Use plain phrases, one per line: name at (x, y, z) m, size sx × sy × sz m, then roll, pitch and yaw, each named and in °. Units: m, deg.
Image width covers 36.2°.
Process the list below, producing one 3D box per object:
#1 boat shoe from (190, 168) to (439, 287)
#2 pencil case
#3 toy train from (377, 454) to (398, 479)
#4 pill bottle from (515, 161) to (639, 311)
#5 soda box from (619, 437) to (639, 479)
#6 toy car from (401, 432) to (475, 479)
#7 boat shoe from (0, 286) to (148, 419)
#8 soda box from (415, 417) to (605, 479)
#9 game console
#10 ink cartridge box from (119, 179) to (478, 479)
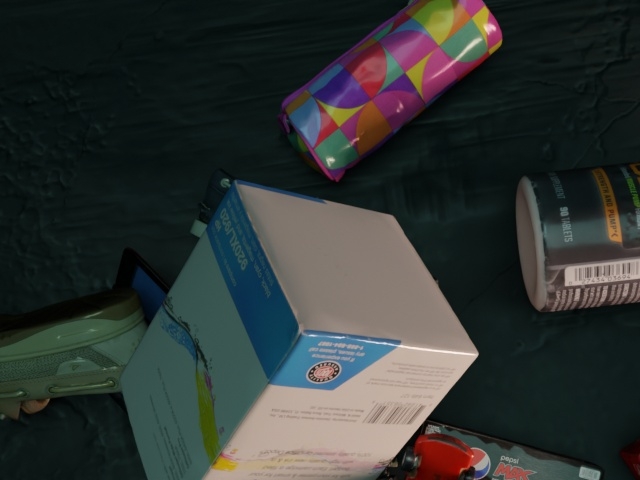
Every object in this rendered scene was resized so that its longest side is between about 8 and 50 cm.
boat shoe at (0.000, 0.000, 0.943) m, size 0.254 × 0.095 × 0.079 m, roll 20°, pitch 93°, yaw 17°
pencil case at (0.065, -0.163, 0.961) m, size 0.236 × 0.104 × 0.104 m, roll -42°, pitch 79°, yaw -4°
toy train at (0.062, 0.188, 0.930) m, size 0.027 × 0.036 × 0.158 m, roll -4°, pitch 82°, yaw 13°
pill bottle at (0.311, -0.010, 0.896) m, size 0.245 × 0.130 × 0.131 m, roll -7°, pitch 80°, yaw 3°
soda box at (0.410, 0.159, 0.881) m, size 0.263 × 0.083 × 0.092 m, roll -32°, pitch 79°, yaw -2°
toy car at (0.058, 0.284, 0.885) m, size 0.224 × 0.053 × 0.239 m, roll -15°, pitch 107°, yaw 17°
boat shoe at (-0.296, 0.125, 0.931) m, size 0.302 × 0.109 × 0.098 m, roll -14°, pitch 104°, yaw 16°
soda box at (0.170, 0.211, 0.904) m, size 0.168 × 0.060 × 0.053 m, roll 15°, pitch 84°, yaw 7°
game console at (-0.171, 0.101, 0.940) m, size 0.124 × 0.085 × 0.144 m, roll -45°, pitch 79°, yaw -4°
ink cartridge box at (-0.029, 0.103, 0.796) m, size 0.233 × 0.171 × 0.168 m, roll -56°, pitch 42°, yaw 28°
